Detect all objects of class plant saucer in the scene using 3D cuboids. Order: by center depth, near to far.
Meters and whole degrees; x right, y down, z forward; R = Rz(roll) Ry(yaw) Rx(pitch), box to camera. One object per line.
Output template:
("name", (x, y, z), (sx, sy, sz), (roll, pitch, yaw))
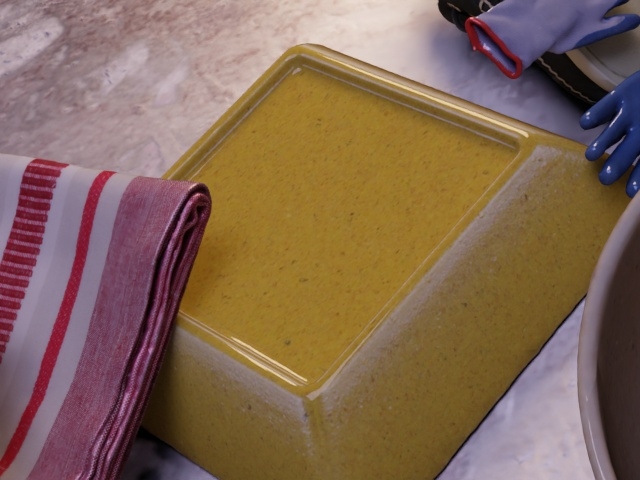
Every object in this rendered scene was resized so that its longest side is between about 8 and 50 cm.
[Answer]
("plant saucer", (0.000, 0.000, 1.034), (0.333, 0.081, 0.333), (26, 65, 38))

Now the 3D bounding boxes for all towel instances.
("towel", (-0.234, 0.052, 1.053), (0.329, 0.037, 0.237), (10, 77, 38))

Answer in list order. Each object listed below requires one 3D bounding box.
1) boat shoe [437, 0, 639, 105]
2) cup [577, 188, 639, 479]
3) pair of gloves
("boat shoe", (0.125, -0.211, 1.135), (0.127, 0.113, 0.340), (-15, 62, -42))
("cup", (0.284, 0.113, 0.671), (0.331, 0.237, 0.331), (-6, 54, 8))
("pair of gloves", (0.189, -0.115, 1.010), (0.198, 0.023, 0.159), (48, 53, 2))
